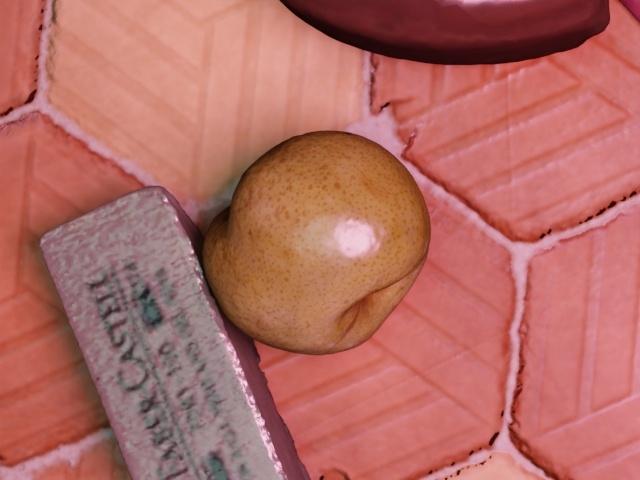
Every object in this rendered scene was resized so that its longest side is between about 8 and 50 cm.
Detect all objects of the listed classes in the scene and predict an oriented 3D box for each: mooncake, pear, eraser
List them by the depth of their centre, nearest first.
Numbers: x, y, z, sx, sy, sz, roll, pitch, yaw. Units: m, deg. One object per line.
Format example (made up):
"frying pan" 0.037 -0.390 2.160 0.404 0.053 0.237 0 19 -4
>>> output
"mooncake" 0.092 -0.278 1.231 0.326 0.174 0.334 -45 81 3
"pear" 0.000 0.000 1.237 0.167 0.167 0.136 -40 67 6
"eraser" -0.089 0.137 1.290 0.111 0.077 0.352 -23 85 7

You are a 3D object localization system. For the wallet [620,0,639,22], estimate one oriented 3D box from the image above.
"wallet" 0.328 -0.143 1.260 0.119 0.025 0.232 -43 83 5
